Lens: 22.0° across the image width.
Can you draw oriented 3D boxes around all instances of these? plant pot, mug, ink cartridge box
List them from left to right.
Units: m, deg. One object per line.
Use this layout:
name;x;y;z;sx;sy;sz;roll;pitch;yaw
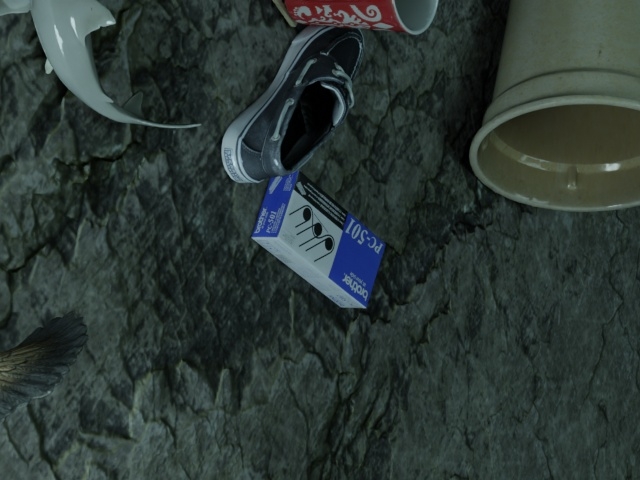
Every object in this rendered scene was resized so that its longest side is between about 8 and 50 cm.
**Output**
ink cartridge box;0.000;0.000;2.099;0.207;0.046;0.097;40;60;-45
mug;0.038;-0.319;2.028;0.150;0.169;0.113;31;70;-53
plant pot;0.392;-0.251;2.430;0.334;0.334;0.305;35;52;-47

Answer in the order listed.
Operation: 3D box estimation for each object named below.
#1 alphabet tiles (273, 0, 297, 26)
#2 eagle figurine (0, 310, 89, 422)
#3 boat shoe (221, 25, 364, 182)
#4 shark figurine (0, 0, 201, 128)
alphabet tiles;-0.011;-0.458;2.097;0.285;0.011;0.342;51;53;-45
eagle figurine;-0.375;0.164;1.501;0.226;0.225;0.298;28;78;-38
boat shoe;-0.006;-0.179;2.047;0.301;0.102;0.108;-50;128;-40
shark figurine;-0.239;-0.210;1.741;0.166;0.116;0.278;-44;121;-42
